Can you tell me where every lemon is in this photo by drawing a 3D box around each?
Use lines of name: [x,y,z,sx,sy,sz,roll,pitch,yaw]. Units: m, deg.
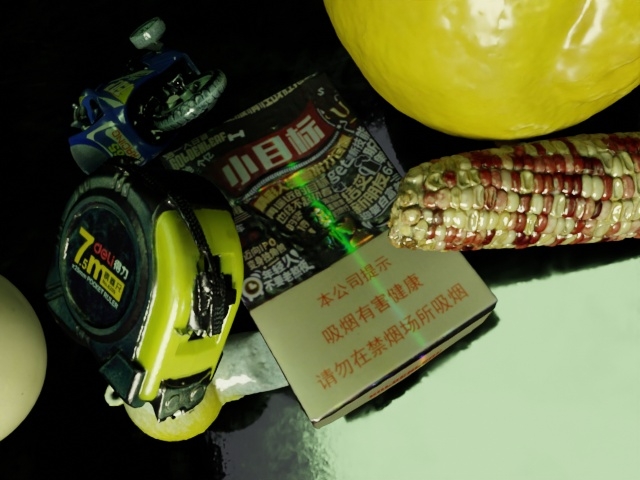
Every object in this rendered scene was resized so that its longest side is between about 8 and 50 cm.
lemon: [0.154,-0.255,0.505,0.347,0.348,0.348,-4,75,17]

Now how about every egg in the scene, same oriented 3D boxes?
egg: [-0.414,0.123,0.665,0.186,0.186,0.242,-44,60,3]

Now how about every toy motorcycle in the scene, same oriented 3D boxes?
toy motorcycle: [-0.207,-0.151,0.662,0.169,0.113,0.315,-41,33,-7]

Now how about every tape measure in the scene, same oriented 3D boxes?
tape measure: [-0.145,0.026,0.516,0.199,0.112,0.186,33,112,29]

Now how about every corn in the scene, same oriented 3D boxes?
corn: [0.197,-0.039,0.517,0.289,0.098,0.098,-7,74,-4]

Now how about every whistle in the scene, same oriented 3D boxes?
whistle: [-0.111,0.138,0.621,0.223,0.123,0.123,-12,72,-7]

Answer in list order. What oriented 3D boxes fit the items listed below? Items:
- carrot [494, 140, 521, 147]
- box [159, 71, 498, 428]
carrot: [0.207,-0.070,0.597,0.032,0.032,0.093,-28,64,9]
box: [0.000,0.000,0.592,0.198,0.084,0.310,-31,69,-8]
